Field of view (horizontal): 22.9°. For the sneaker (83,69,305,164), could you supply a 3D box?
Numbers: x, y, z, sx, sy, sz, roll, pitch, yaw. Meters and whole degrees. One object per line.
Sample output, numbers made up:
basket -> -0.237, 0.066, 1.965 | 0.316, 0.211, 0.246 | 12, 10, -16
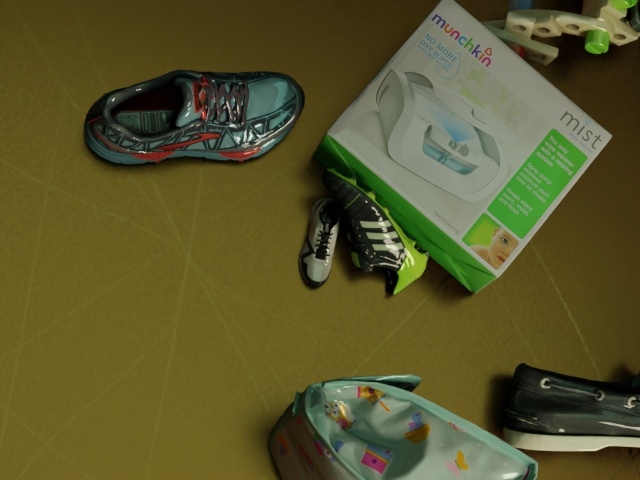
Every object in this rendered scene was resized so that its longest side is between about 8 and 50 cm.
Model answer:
sneaker -> -0.139, -0.145, 1.824 | 0.261, 0.125, 0.104 | -12, 82, -12

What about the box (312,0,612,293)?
box -> 0.166, -0.112, 1.876 | 0.262, 0.127, 0.231 | 41, 77, 0

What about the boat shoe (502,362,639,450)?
boat shoe -> 0.382, 0.184, 1.856 | 0.340, 0.127, 0.113 | -1, 91, -1

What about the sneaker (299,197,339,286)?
sneaker -> 0.000, 0.000, 1.865 | 0.040, 0.044, 0.109 | 8, 79, -10

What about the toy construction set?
toy construction set -> 0.317, -0.353, 1.934 | 0.215, 0.151, 0.328 | 23, 83, -30

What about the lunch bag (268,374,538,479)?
lunch bag -> 0.073, 0.246, 1.738 | 0.262, 0.223, 0.160 | 31, 70, -1

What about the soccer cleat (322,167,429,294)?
soccer cleat -> 0.054, -0.009, 1.846 | 0.072, 0.060, 0.179 | -46, 114, -8
